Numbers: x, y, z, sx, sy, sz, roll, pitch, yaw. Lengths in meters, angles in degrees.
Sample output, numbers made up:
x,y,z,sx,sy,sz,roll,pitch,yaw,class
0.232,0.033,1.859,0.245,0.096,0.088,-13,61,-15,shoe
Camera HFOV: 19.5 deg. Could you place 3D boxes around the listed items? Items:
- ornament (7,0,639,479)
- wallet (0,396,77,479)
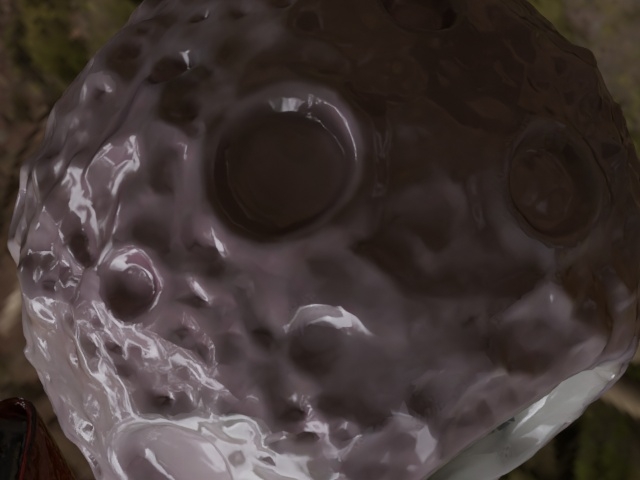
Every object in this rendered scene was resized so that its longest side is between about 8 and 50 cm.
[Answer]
x,y,z,sx,sy,sz,roll,pitch,yaw,class
0.000,0.000,0.740,0.225,0.259,0.259,55,-173,17,ornament
-0.130,0.198,0.951,0.142,0.045,0.204,-89,-18,-54,wallet
